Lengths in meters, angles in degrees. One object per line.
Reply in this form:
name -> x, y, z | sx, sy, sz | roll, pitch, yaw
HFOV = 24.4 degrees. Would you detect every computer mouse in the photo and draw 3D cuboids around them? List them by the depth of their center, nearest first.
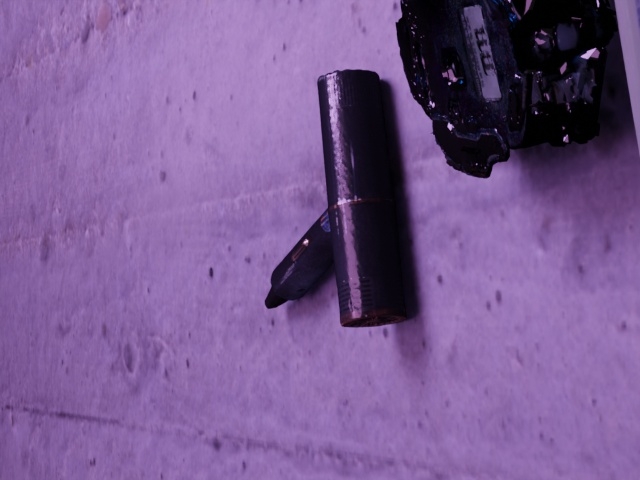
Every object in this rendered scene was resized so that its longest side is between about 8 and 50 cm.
computer mouse -> 0.106, -0.111, 0.800 | 0.242, 0.078, 0.146 | -154, 49, -73

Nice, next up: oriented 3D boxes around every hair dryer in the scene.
hair dryer -> -0.003, -0.013, 1.059 | 0.195, 0.050, 0.173 | 153, 116, -62

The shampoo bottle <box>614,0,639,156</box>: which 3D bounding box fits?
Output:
shampoo bottle -> 0.192, -0.133, 0.656 | 0.134, 0.078, 0.359 | -18, 74, 43
